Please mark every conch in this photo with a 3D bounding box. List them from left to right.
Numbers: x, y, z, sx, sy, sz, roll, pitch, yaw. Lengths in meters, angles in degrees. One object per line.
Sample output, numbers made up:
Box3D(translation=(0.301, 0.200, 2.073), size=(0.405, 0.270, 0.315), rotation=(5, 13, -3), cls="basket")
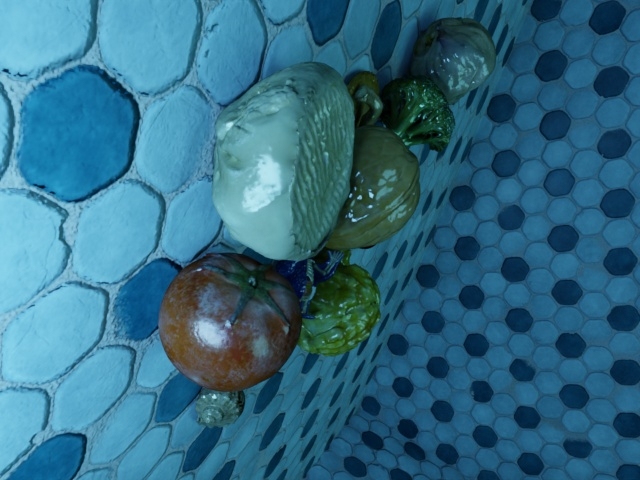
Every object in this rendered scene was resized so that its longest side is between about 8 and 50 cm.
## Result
Box3D(translation=(-0.269, 0.429, 1.194), size=(0.155, 0.130, 0.207), rotation=(-34, -170, 16), cls="conch")

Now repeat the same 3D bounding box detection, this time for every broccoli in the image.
Box3D(translation=(0.254, -0.342, 1.275), size=(0.269, 0.254, 0.269), rotation=(-39, 149, -29), cls="broccoli")

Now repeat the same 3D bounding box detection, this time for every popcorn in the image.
Box3D(translation=(0.049, 0.197, 1.375), size=(0.335, 0.279, 0.274), rotation=(-52, 130, 2), cls="popcorn")

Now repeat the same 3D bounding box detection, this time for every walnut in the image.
Box3D(translation=(0.094, -0.122, 1.076), size=(0.313, 0.277, 0.252), rotation=(-29, -179, 14), cls="walnut")

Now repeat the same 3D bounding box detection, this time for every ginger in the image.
Box3D(translation=(0.118, -0.271, 1.178), size=(0.288, 0.075, 0.089), rotation=(92, 0, -47), cls="ginger")

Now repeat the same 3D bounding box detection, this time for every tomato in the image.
Box3D(translation=(-0.176, 0.158, 0.849), size=(0.265, 0.265, 0.265), rotation=(-48, 154, -34), cls="tomato")

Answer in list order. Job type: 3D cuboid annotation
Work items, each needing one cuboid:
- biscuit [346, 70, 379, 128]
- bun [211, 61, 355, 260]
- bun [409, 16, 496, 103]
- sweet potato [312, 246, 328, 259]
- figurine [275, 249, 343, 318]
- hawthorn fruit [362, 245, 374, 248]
Box3D(translation=(0.087, -0.326, 1.187), size=(0.254, 0.035, 0.254), rotation=(-49, 156, -32), cls="biscuit")
Box3D(translation=(-0.074, -0.141, 0.817), size=(0.360, 0.211, 0.360), rotation=(15, 90, -70), cls="bun")
Box3D(translation=(0.392, -0.562, 1.365), size=(0.205, 0.281, 0.281), rotation=(20, 97, -43), cls="bun")
Box3D(translation=(-0.001, 0.002, 1.314), size=(0.269, 0.075, 0.075), rotation=(-60, 158, 2), cls="sweet potato")
Box3D(translation=(-0.059, 0.092, 1.242), size=(0.164, 0.121, 0.262), rotation=(33, 74, -29), cls="figurine")
Box3D(translation=(0.140, -0.071, 1.435), size=(0.188, 0.169, 0.169), rotation=(-58, 158, -10), cls="hawthorn fruit")
